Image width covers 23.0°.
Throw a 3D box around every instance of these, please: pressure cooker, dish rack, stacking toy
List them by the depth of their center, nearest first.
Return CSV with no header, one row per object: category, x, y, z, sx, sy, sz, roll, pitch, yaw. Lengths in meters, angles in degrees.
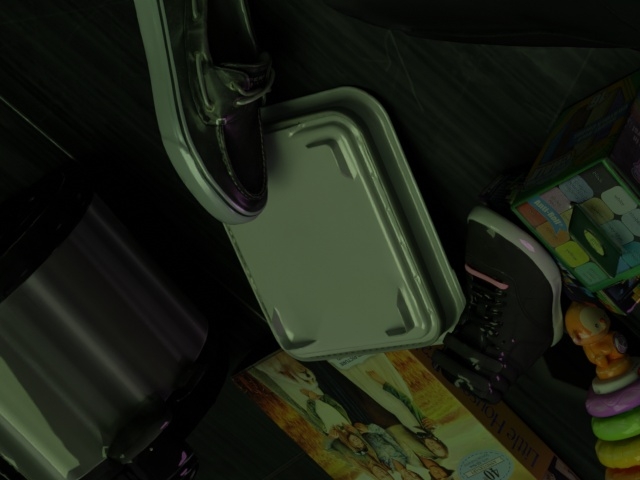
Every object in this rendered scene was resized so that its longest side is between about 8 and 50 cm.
stacking toy,0.366,0.196,1.807,0.165,0.175,0.302,-18,104,49
dish rack,0.000,0.000,1.846,0.285,0.072,0.333,-11,109,40
pressure cooker,-0.324,0.168,2.049,0.375,0.370,0.420,-30,111,29

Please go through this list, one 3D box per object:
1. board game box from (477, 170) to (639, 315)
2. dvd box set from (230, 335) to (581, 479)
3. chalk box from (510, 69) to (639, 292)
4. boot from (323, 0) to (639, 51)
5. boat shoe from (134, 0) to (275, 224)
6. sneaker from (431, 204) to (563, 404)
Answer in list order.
board game box,0.260,0.001,1.690,0.170,0.048,0.141,46,172,-12
dvd box set,0.116,0.259,2.074,0.420,0.062,0.307,46,138,-12
chalk box,0.290,-0.046,1.551,0.132,0.213,0.132,47,138,-14
boot,0.268,-0.197,1.397,0.367,0.146,0.445,26,167,-39
boat shoe,-0.112,-0.179,1.714,0.119,0.121,0.335,-9,105,34
sneaker,0.186,0.085,1.731,0.104,0.147,0.296,32,162,30
